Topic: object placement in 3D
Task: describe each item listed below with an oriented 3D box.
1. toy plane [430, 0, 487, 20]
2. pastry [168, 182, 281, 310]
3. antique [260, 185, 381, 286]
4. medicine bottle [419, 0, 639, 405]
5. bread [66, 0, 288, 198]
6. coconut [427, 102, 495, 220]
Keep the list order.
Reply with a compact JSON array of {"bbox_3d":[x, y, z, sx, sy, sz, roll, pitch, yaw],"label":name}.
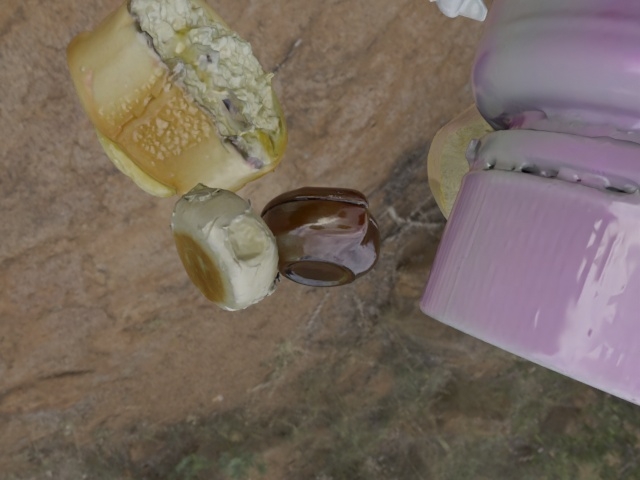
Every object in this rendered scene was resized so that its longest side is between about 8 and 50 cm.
[{"bbox_3d":[0.228,-0.459,1.153,0.244,0.117,0.245,-38,143,-37],"label":"toy plane"},{"bbox_3d":[-0.119,0.007,0.936,0.088,0.165,0.166,-35,146,-29],"label":"pastry"},{"bbox_3d":[0.000,0.000,1.354,0.223,0.129,0.278,11,159,-17],"label":"antique"},{"bbox_3d":[0.210,-0.071,0.439,0.256,0.256,0.325,21,89,-49],"label":"medicine bottle"},{"bbox_3d":[-0.200,-0.203,1.104,0.270,0.316,0.211,-27,-161,41],"label":"bread"},{"bbox_3d":[0.172,-0.060,0.689,0.147,0.147,0.153,-45,-176,9],"label":"coconut"}]
